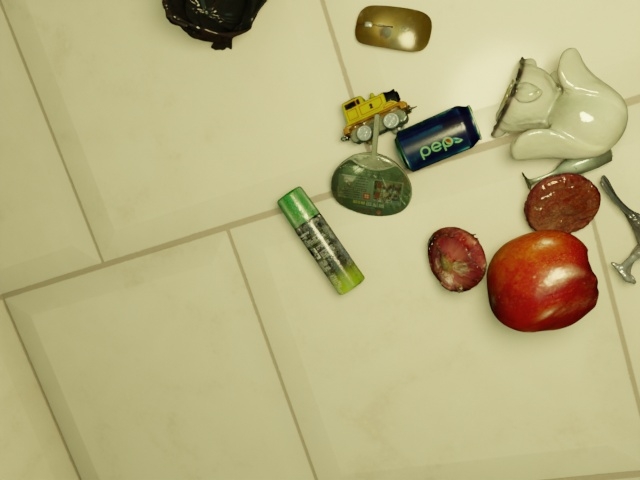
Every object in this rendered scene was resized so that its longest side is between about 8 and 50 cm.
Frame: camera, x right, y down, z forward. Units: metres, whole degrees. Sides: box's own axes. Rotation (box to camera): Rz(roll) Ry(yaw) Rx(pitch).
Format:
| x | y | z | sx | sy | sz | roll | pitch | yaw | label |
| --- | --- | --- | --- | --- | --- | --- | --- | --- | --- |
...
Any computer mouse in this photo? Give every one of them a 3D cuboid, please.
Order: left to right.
| x | y | z | sx | sy | sz | roll | pitch | yaw | label |
| --- | --- | --- | --- | --- | --- | --- | --- | --- | --- |
| 0.186 | -0.548 | 1.253 | 0.199 | 0.045 | 0.102 | 15 | 104 | 11 | computer mouse |

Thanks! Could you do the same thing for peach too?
| x | y | z | sx | sy | sz | roll | pitch | yaw | label |
| --- | --- | --- | --- | --- | --- | --- | --- | --- | --- |
| 0.531 | 0.106 | 1.171 | 0.245 | 0.274 | 0.248 | -40 | 80 | -17 | peach |

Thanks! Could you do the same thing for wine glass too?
| x | y | z | sx | sy | sz | roll | pitch | yaw | label |
| --- | --- | --- | --- | --- | --- | --- | --- | --- | --- |
| 0.614 | -0.183 | 1.210 | 0.198 | 0.066 | 0.066 | -23 | 95 | 18 | wine glass |

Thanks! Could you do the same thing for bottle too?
| x | y | z | sx | sy | sz | roll | pitch | yaw | label |
| --- | --- | --- | --- | --- | --- | --- | --- | --- | --- |
| 0.000 | 0.000 | 1.405 | 0.093 | 0.093 | 0.330 | -34 | 92 | 20 | bottle |

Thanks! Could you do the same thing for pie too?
| x | y | z | sx | sy | sz | roll | pitch | yaw | label |
| --- | --- | --- | --- | --- | --- | --- | --- | --- | --- |
| 0.603 | -0.086 | 1.210 | 0.183 | 0.049 | 0.182 | 1 | 123 | 2 | pie |

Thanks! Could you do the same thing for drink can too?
| x | y | z | sx | sy | sz | roll | pitch | yaw | label |
| --- | --- | --- | --- | --- | --- | --- | --- | --- | --- |
| 0.302 | -0.263 | 1.248 | 0.205 | 0.118 | 0.118 | -21 | 96 | 20 | drink can |

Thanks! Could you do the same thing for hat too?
| x | y | z | sx | sy | sz | roll | pitch | yaw | label |
| --- | --- | --- | --- | --- | --- | --- | --- | --- | --- |
| -0.260 | -0.674 | 1.309 | 0.336 | 0.209 | 0.238 | -42 | 110 | 3 | hat |

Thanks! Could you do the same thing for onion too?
| x | y | z | sx | sy | sz | roll | pitch | yaw | label |
| --- | --- | --- | --- | --- | --- | --- | --- | --- | --- |
| 0.375 | 0.043 | 1.290 | 0.147 | 0.184 | 0.183 | -26 | 96 | -23 | onion |

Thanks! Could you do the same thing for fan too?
| x | y | z | sx | sy | sz | roll | pitch | yaw | label |
| --- | --- | --- | --- | --- | --- | --- | --- | --- | --- |
| 0.162 | -0.171 | 1.310 | 0.223 | 0.012 | 0.294 | 32 | 131 | -7 | fan |

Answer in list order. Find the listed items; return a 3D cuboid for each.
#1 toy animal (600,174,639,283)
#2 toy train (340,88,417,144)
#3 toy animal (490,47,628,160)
| x | y | z | sx | sy | sz | roll | pitch | yaw | label |
| --- | --- | --- | --- | --- | --- | --- | --- | --- | --- |
| 0.807 | 0.014 | 1.192 | 0.367 | 0.081 | 0.205 | 33 | 113 | 14 | toy animal |
| 0.145 | -0.334 | 1.293 | 0.220 | 0.089 | 0.127 | -21 | 86 | 20 | toy train |
| 0.556 | -0.315 | 1.134 | 0.290 | 0.174 | 0.248 | 2 | 104 | 17 | toy animal |
